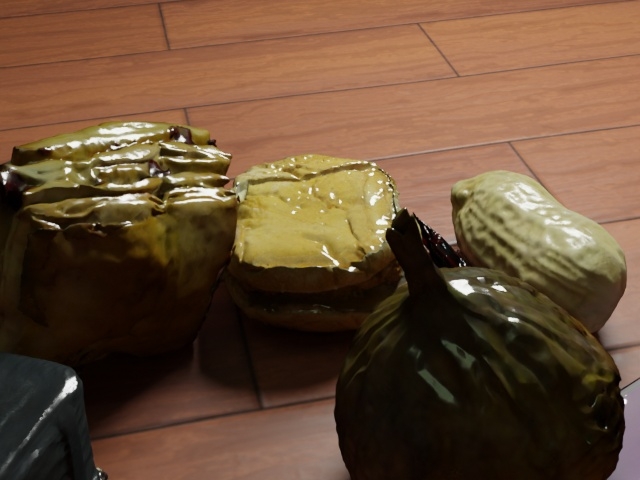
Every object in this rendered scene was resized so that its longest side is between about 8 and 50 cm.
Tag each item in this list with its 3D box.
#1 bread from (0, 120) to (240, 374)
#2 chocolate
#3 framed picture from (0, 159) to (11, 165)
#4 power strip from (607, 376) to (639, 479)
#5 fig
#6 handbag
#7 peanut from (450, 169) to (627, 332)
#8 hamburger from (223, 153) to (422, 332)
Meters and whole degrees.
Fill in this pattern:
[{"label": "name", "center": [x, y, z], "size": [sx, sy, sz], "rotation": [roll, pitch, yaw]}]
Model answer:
[{"label": "bread", "center": [-0.223, 0.017, 1.113], "size": [0.167, 0.278, 0.324], "rotation": [29, 26, 26]}, {"label": "chocolate", "center": [0.170, 0.035, 1.269], "size": [0.028, 0.086, 0.182], "rotation": [-30, 42, -3]}, {"label": "framed picture", "center": [-0.458, -0.003, 1.385], "size": [0.255, 0.014, 0.338], "rotation": [-29, 44, -34]}, {"label": "power strip", "center": [0.370, 0.198, 1.065], "size": [0.278, 0.038, 0.109], "rotation": [-24, 41, -28]}, {"label": "fig", "center": [0.136, 0.105, 0.914], "size": [0.286, 0.369, 0.286], "rotation": [-9, 45, 9]}, {"label": "handbag", "center": [-0.317, 0.240, 0.898], "size": [0.181, 0.181, 0.254], "rotation": [8, 34, 13]}, {"label": "peanut", "center": [0.269, 0.009, 1.249], "size": [0.152, 0.152, 0.313], "rotation": [-16, 32, -21]}, {"label": "hamburger", "center": [0.001, 0.001, 1.266], "size": [0.259, 0.145, 0.283], "rotation": [-1, 39, 7]}]
